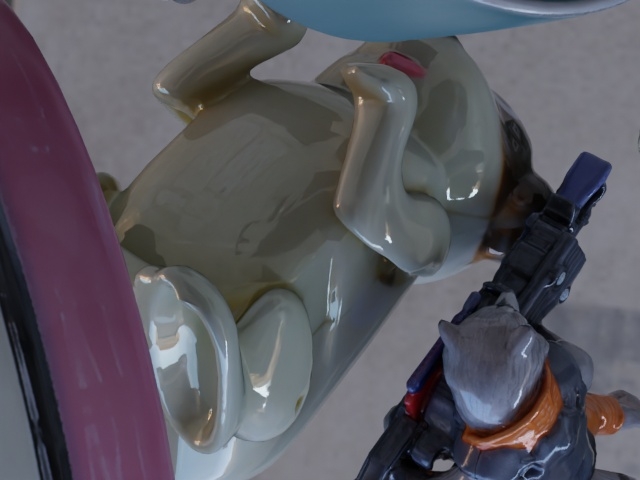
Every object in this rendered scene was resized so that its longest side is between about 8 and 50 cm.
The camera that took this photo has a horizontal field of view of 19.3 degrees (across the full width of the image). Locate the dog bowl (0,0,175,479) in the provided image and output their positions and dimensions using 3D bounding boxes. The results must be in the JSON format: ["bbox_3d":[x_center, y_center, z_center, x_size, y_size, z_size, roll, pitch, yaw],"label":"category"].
[{"bbox_3d":[-0.178,0.074,0.716,0.150,0.408,0.408,-13,-167,-22],"label":"dog bowl"}]

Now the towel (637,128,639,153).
[{"bbox_3d":[0.133,-0.082,0.440,0.027,0.148,0.110,44,163,14],"label":"towel"}]

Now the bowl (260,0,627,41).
[{"bbox_3d":[0.033,-0.229,0.974,0.311,0.311,0.163,2,161,-33],"label":"bowl"}]

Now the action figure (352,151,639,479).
[{"bbox_3d":[0.187,0.117,1.422,0.178,0.341,0.330,26,170,36],"label":"action figure"}]

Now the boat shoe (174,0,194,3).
[{"bbox_3d":[-0.040,-0.258,1.424,0.099,0.116,0.319,18,153,-17],"label":"boat shoe"}]

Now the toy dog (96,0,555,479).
[{"bbox_3d":[0.000,0.000,1.442,0.408,0.395,0.284,-37,-139,-28],"label":"toy dog"}]
